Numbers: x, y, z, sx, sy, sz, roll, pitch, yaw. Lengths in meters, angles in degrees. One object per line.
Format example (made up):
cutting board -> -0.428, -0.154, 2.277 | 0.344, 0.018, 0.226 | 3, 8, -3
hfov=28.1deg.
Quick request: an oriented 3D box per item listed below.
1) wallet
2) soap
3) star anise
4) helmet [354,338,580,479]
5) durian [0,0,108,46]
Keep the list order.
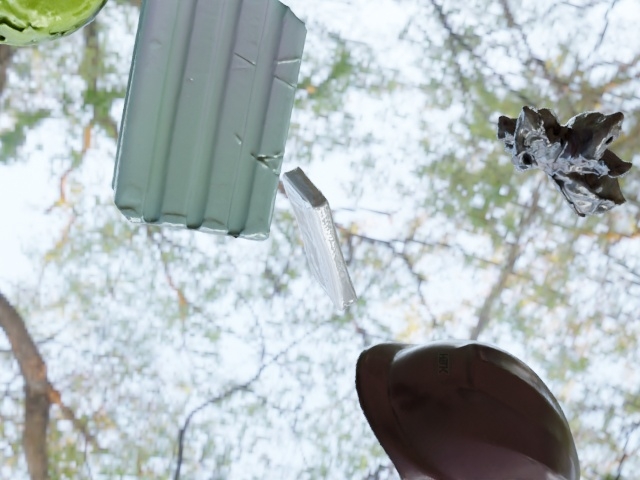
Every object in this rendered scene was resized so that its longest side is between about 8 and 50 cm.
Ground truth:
wallet -> 0.000, 0.000, 1.539 | 0.033, 0.190, 0.095 | -26, -137, -10
soap -> -0.120, -0.154, 1.362 | 0.173, 0.289, 0.095 | 8, -170, -15
star anise -> 0.346, -0.122, 1.833 | 0.198, 0.257, 0.110 | 14, -107, 16
helmet -> 0.210, 0.248, 1.646 | 0.197, 0.338, 0.271 | -24, -153, 21
durian -> -0.334, -0.321, 1.566 | 0.250, 0.139, 0.101 | -47, -142, -11
